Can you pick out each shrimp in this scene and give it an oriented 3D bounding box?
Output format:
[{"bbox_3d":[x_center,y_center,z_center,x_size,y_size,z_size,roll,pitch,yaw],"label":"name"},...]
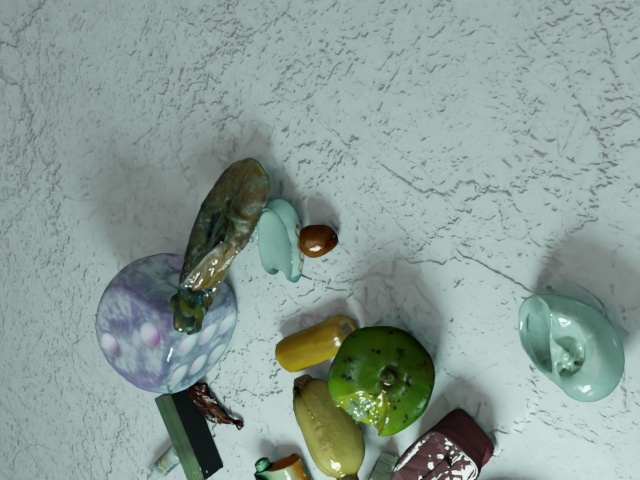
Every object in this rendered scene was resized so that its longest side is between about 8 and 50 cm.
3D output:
[{"bbox_3d":[-0.235,0.011,1.562,0.221,0.110,0.445,12,78,48],"label":"shrimp"}]

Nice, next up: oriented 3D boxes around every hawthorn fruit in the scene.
[{"bbox_3d":[0.000,0.000,1.521,0.093,0.081,0.081,-4,102,25],"label":"hawthorn fruit"}]

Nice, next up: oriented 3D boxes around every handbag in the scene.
[{"bbox_3d":[0.265,0.488,1.448,0.146,0.135,0.225,45,120,16],"label":"handbag"}]

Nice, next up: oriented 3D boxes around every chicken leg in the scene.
[{"bbox_3d":[-0.312,0.476,1.896,0.219,0.048,0.089,45,127,15],"label":"chicken leg"}]

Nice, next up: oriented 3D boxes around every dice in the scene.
[{"bbox_3d":[-0.402,0.213,1.738,0.271,0.270,0.270,32,120,22],"label":"dice"}]

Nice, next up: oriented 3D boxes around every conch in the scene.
[{"bbox_3d":[0.465,0.193,1.238,0.185,0.121,0.221,-35,77,40],"label":"conch"}]

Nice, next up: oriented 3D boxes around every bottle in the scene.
[{"bbox_3d":[-0.491,0.705,2.082,0.060,0.060,0.217,51,124,11],"label":"bottle"}]

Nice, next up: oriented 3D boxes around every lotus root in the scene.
[{"bbox_3d":[0.025,0.461,1.606,0.303,0.131,0.146,64,158,18],"label":"lotus root"}]

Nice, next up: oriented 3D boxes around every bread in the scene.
[{"bbox_3d":[-0.014,0.253,1.611,0.239,0.074,0.092,-30,82,36],"label":"bread"}]

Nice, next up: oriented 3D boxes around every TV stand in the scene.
[{"bbox_3d":[-0.385,0.566,1.948,0.083,0.088,0.269,-20,93,35],"label":"TV stand"}]

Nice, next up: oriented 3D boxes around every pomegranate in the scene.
[{"bbox_3d":[0.129,0.317,1.469,0.236,0.236,0.302,44,157,15],"label":"pomegranate"}]

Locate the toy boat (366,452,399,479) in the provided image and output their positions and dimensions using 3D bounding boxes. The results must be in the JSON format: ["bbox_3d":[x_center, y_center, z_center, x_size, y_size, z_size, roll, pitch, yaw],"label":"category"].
[{"bbox_3d":[0.140,0.651,1.599,0.141,0.141,0.269,20,117,28],"label":"toy boat"}]

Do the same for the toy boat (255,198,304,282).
[{"bbox_3d":[-0.089,-0.003,1.592,0.134,0.079,0.207,18,123,44],"label":"toy boat"}]

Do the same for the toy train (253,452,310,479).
[{"bbox_3d":[-0.074,0.709,1.777,0.177,0.116,0.285,-22,91,25],"label":"toy train"}]
